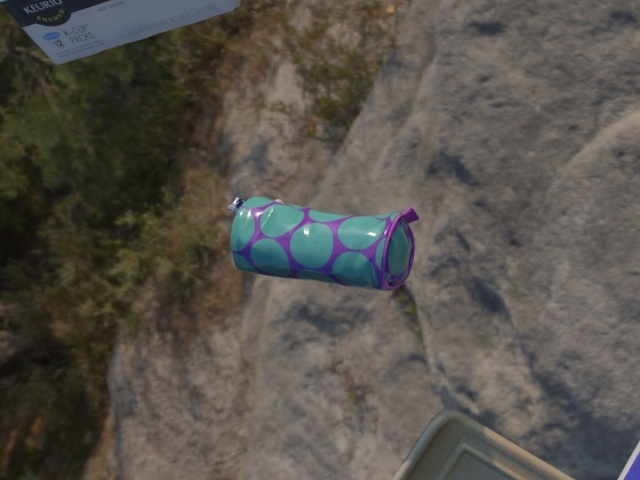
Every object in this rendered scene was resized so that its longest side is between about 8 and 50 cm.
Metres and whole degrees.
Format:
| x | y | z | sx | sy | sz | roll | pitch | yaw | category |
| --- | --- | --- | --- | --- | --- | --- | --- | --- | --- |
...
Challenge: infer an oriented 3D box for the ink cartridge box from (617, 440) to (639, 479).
| x | y | z | sx | sy | sz | roll | pitch | yaw | category |
| --- | --- | --- | --- | --- | --- | --- | --- | --- | --- |
| 0.341 | 0.081 | 0.565 | 0.307 | 0.072 | 0.303 | -53 | 18 | -16 | ink cartridge box |

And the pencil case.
| x | y | z | sx | sy | sz | roll | pitch | yaw | category |
| --- | --- | --- | --- | --- | --- | --- | --- | --- | --- |
| 0.000 | 0.000 | 0.804 | 0.151 | 0.064 | 0.070 | 9 | 63 | 30 | pencil case |

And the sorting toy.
| x | y | z | sx | sy | sz | roll | pitch | yaw | category |
| --- | --- | --- | --- | --- | --- | --- | --- | --- | --- |
| 0.124 | 0.316 | 0.875 | 0.229 | 0.041 | 0.307 | 29 | 106 | -3 | sorting toy |

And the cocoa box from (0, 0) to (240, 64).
| x | y | z | sx | sy | sz | roll | pitch | yaw | category |
| --- | --- | --- | --- | --- | --- | --- | --- | --- | --- |
| -0.217 | -0.403 | 1.025 | 0.231 | 0.228 | 0.347 | -11 | 54 | 21 | cocoa box |
